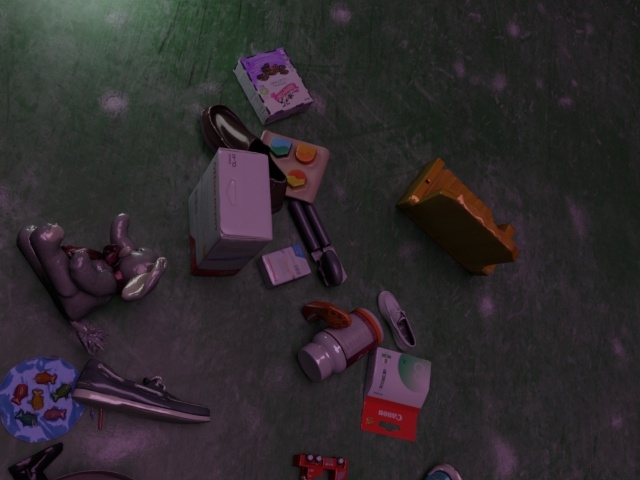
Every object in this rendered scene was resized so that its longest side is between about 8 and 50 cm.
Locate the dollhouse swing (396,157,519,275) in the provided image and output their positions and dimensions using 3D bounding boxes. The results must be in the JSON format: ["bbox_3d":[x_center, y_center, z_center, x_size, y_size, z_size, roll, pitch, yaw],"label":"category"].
[{"bbox_3d":[0.471,-0.102,1.873,0.347,0.305,0.315,42,60,-6],"label":"dollhouse swing"}]

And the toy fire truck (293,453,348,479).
[{"bbox_3d":[-0.024,0.605,1.529,0.192,0.047,0.135,15,67,-22],"label":"toy fire truck"}]

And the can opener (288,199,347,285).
[{"bbox_3d":[0.000,0.000,1.738,0.074,0.093,0.280,-20,76,-31],"label":"can opener"}]

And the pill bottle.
[{"bbox_3d":[0.054,0.280,1.639,0.221,0.121,0.121,-29,86,-31],"label":"pill bottle"}]

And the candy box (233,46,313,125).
[{"bbox_3d":[-0.141,-0.464,1.842,0.165,0.070,0.196,-26,84,-31],"label":"candy box"}]

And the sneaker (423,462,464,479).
[{"bbox_3d":[0.374,0.743,1.659,0.110,0.107,0.275,-30,82,-12],"label":"sneaker"}]

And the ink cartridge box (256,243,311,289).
[{"bbox_3d":[-0.101,0.073,1.679,0.122,0.052,0.088,-17,80,-31],"label":"ink cartridge box"}]

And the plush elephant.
[{"bbox_3d":[-0.481,0.060,1.383,0.255,0.272,0.330,-32,100,-30],"label":"plush elephant"}]

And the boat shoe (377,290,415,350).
[{"bbox_3d":[0.224,0.229,1.773,0.066,0.063,0.184,-11,77,-28],"label":"boat shoe"}]

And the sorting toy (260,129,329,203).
[{"bbox_3d":[-0.093,-0.218,1.768,0.208,0.038,0.193,19,64,0],"label":"sorting toy"}]

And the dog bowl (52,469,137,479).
[{"bbox_3d":[-0.488,0.641,1.239,0.348,0.102,0.349,7,76,-29],"label":"dog bowl"}]

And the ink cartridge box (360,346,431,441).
[{"bbox_3d":[0.212,0.427,1.704,0.181,0.056,0.225,18,63,-19],"label":"ink cartridge box"}]

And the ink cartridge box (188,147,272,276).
[{"bbox_3d":[-0.231,-0.057,1.515,0.131,0.306,0.226,4,70,-26],"label":"ink cartridge box"}]

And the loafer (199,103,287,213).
[{"bbox_3d":[-0.193,-0.247,1.669,0.134,0.130,0.366,-21,69,-47],"label":"loafer"}]

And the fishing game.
[{"bbox_3d":[-0.608,0.345,1.345,0.264,0.041,0.189,7,72,-24],"label":"fishing game"}]

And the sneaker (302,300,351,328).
[{"bbox_3d":[0.025,0.189,1.633,0.067,0.175,0.064,-21,112,-36],"label":"sneaker"}]

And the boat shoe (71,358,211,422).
[{"bbox_3d":[-0.394,0.350,1.400,0.319,0.116,0.099,20,59,-22],"label":"boat shoe"}]

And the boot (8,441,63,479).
[{"bbox_3d":[-0.588,0.499,1.296,0.121,0.045,0.099,-25,84,-27],"label":"boot"}]
